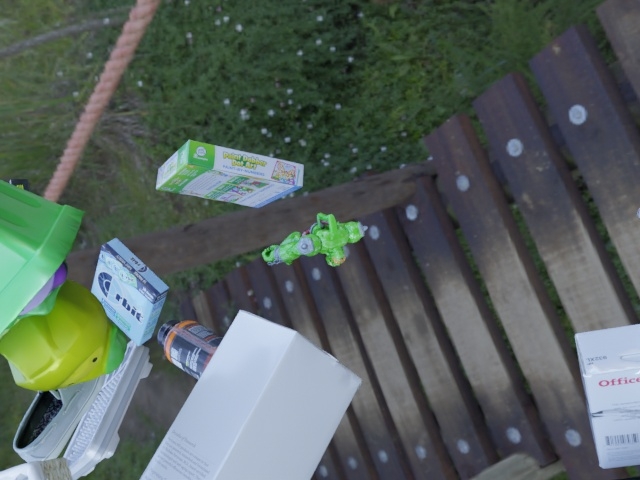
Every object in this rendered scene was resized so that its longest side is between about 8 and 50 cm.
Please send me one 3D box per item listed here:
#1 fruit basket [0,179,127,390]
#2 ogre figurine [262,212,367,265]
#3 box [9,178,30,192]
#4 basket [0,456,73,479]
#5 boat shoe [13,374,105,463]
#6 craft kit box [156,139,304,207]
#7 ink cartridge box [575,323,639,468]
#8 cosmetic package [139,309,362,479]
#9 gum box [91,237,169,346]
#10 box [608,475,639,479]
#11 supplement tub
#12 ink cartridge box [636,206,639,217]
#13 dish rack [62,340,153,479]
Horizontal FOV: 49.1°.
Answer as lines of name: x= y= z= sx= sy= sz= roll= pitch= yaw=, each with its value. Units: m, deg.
fruit basket: x=-0.451 y=0.127 z=1.022 sx=0.283 sy=0.392 sz=0.392 roll=-120 pitch=26 yaw=-69
ogre figurine: x=0.000 y=0.000 z=1.297 sx=0.118 sy=0.197 sz=0.096 roll=-12 pitch=76 yaw=61
box: x=-0.651 y=-0.010 z=1.535 sx=0.184 sy=0.045 sz=0.190 roll=-122 pitch=38 yaw=-48
basket: x=-0.432 y=0.379 z=0.976 sx=0.103 sy=0.167 sz=0.113 roll=40 pitch=-151 yaw=-79
boat shoe: x=-0.443 y=0.268 z=1.198 sx=0.079 sy=0.227 sz=0.081 roll=11 pitch=150 yaw=20
craft kit box: x=-0.197 y=-0.133 z=1.485 sx=0.250 sy=0.247 sz=0.061 roll=-17 pitch=69 yaw=62
ink cartridge box: x=0.681 y=0.328 z=1.488 sx=0.129 sy=0.223 sz=0.307 roll=-79 pitch=-27 yaw=-53
cosmetic package: x=-0.114 y=0.319 z=1.082 sx=0.155 sy=0.365 sz=0.197 roll=11 pitch=155 yaw=45
gum box: x=-0.397 y=0.109 z=1.444 sx=0.157 sy=0.041 sz=0.184 roll=41 pitch=135 yaw=12
box: x=0.736 y=0.562 z=1.402 sx=0.257 sy=0.322 sz=0.079 roll=-67 pitch=-33 yaw=-79
supplement tub: x=-0.269 y=0.239 z=1.531 sx=0.198 sy=0.106 sz=0.106 roll=23 pitch=123 yaw=37
ink cartridge box: x=0.744 y=-0.088 z=1.400 sx=0.127 sy=0.072 sz=0.175 roll=40 pitch=95 yaw=25
dish rack: x=-0.514 y=0.415 z=1.692 sx=0.285 sy=0.072 sz=0.333 roll=-40 pitch=25 yaw=45
